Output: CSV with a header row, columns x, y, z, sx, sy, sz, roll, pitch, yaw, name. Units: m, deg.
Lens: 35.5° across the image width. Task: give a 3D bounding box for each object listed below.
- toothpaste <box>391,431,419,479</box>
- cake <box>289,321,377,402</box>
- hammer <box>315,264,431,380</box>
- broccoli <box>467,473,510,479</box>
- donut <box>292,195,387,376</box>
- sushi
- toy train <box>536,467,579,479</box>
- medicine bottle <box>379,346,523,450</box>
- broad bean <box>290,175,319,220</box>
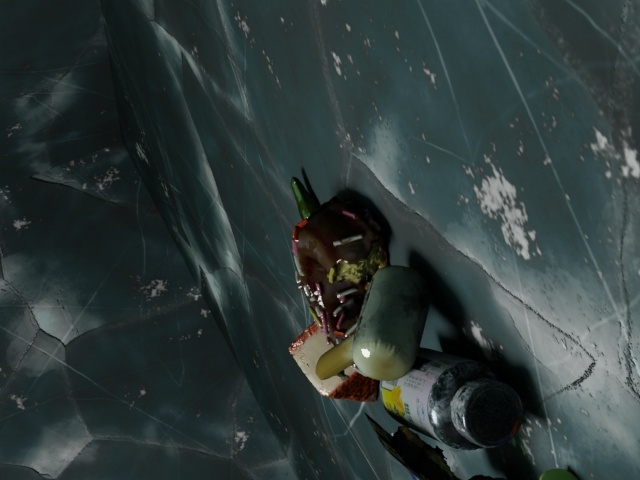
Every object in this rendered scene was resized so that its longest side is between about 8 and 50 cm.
x,y,z,sx,sy,sz,roll,pitch,yaw,name
0.200,0.493,2.169,0.170,0.028,0.045,61,170,5,toothpaste
0.034,0.285,2.165,0.158,0.160,0.262,53,161,30,cake
0.071,0.179,1.728,0.113,0.202,0.305,32,140,-12,hammer
0.294,0.456,1.667,0.131,0.120,0.130,40,-161,-27,broccoli
0.042,0.071,1.901,0.259,0.136,0.345,42,150,47,donut
0.179,0.360,1.650,0.215,0.050,0.192,43,-179,-11,sushi
0.363,0.452,1.509,0.253,0.105,0.157,85,170,-48,toy train
0.210,0.255,1.609,0.141,0.141,0.293,68,162,-7,medicine bottle
0.000,0.000,2.082,0.060,0.043,0.297,-138,26,-74,broad bean
